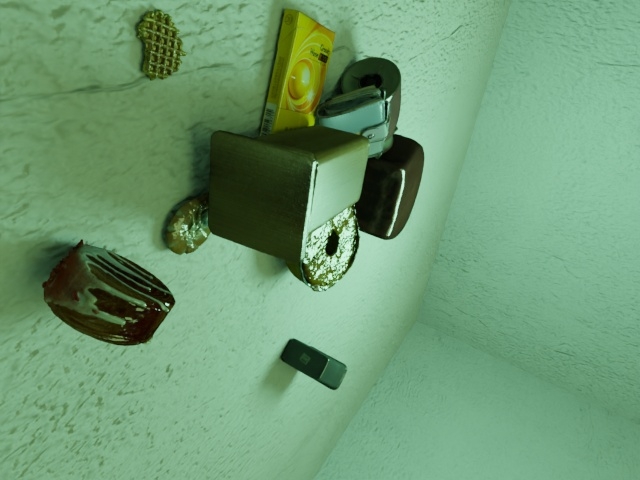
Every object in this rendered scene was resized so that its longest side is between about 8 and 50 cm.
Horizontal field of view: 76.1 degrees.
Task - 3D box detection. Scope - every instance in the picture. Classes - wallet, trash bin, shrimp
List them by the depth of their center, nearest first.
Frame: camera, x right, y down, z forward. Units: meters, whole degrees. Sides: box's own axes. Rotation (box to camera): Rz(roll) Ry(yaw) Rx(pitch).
[{"bbox_3d":[-0.208,-0.051,0.743,0.184,0.043,0.091,-52,148,-27],"label":"shrimp"},{"bbox_3d":[0.083,-0.272,0.990,0.231,0.170,0.069,65,13,-72],"label":"wallet"},{"bbox_3d":[-0.016,0.422,1.391,0.101,0.176,0.236,-60,151,-14],"label":"trash bin"}]

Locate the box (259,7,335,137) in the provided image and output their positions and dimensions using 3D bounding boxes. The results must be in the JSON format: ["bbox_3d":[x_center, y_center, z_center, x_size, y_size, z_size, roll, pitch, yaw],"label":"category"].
[{"bbox_3d":[-0.048,-0.307,0.844,0.152,0.043,0.269,-21,131,-60],"label":"box"}]

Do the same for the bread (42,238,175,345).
[{"bbox_3d":[-0.282,0.072,0.559,0.073,0.160,0.160,-53,155,1],"label":"bread"}]

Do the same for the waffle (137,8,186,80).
[{"bbox_3d":[-0.219,-0.268,0.562,0.078,0.016,0.085,-52,152,-39],"label":"waffle"}]

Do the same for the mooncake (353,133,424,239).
[{"bbox_3d":[0.207,-0.161,1.324,0.334,0.174,0.326,-54,155,-31],"label":"mooncake"}]

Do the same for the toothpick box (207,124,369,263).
[{"bbox_3d":[-0.037,-0.118,0.778,0.308,0.190,0.188,-38,140,-56],"label":"toothpick box"}]

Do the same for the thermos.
[{"bbox_3d":[0.147,-0.350,1.104,0.265,0.145,0.176,59,33,-67],"label":"thermos"}]

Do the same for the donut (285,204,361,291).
[{"bbox_3d":[0.000,0.000,1.100,0.272,0.107,0.272,-26,125,-43],"label":"donut"}]
